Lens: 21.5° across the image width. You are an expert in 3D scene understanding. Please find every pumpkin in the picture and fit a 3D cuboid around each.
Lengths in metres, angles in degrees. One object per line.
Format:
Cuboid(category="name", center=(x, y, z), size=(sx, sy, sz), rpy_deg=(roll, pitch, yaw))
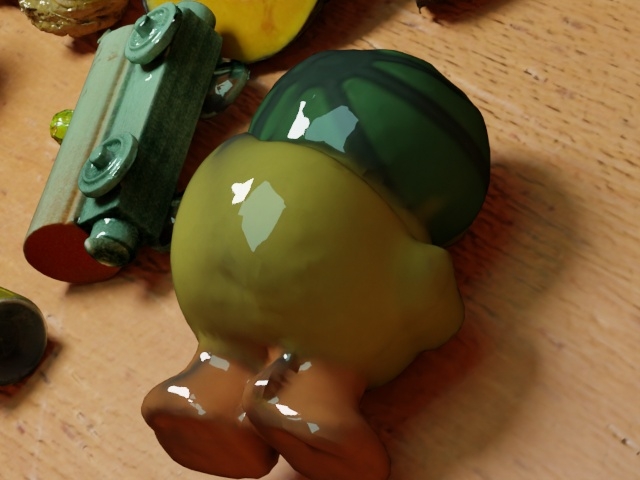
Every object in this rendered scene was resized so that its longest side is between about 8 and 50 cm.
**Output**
Cuboid(category="pumpkin", center=(-0.014, -0.274, 1.566), size=(0.148, 0.169, 0.312), rpy_deg=(-19, -16, -48))

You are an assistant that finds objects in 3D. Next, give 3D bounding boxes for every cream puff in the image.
Cuboid(category="cream puff", center=(-0.251, -0.268, 1.766), size=(0.119, 0.104, 0.133), rpy_deg=(31, 78, 19))

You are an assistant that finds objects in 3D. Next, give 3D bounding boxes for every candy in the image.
Cuboid(category="candy", center=(-0.207, -0.123, 1.639), size=(0.123, 0.035, 0.035), rpy_deg=(-19, 22, 13))

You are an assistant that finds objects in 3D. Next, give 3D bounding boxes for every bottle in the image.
Cuboid(category="bottle", center=(-0.352, 0.058, 1.518), size=(0.286, 0.082, 0.082), rpy_deg=(16, 62, 48))

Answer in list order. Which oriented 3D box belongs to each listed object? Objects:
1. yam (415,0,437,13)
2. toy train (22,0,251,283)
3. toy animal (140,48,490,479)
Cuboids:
Cuboid(category="yam", center=(0.172, -0.298, 1.424), size=(0.279, 0.131, 0.131), rpy_deg=(-23, 39, 16))
Cuboid(category="toy train", center=(-0.171, -0.087, 1.501), size=(0.177, 0.116, 0.285), rpy_deg=(-22, 42, 39))
Cuboid(category="toy animal", center=(-0.001, -0.003, 1.188), size=(0.216, 0.191, 0.338), rpy_deg=(-3, 48, 39))
